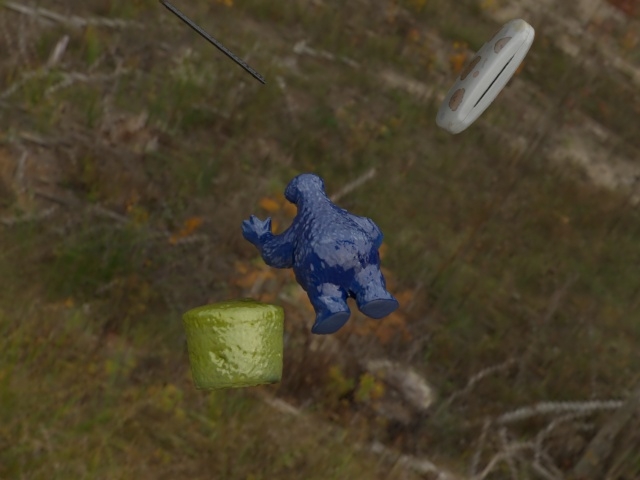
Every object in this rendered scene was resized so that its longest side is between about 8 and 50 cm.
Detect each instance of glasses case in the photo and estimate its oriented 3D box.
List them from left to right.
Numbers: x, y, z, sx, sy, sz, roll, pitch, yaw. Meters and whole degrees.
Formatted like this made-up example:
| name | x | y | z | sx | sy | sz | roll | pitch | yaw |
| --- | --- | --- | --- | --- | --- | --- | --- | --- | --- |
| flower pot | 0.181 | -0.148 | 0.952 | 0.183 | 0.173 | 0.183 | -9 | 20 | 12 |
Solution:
| name | x | y | z | sx | sy | sz | roll | pitch | yaw |
| --- | --- | --- | --- | --- | --- | --- | --- | --- | --- |
| glasses case | 0.199 | -0.199 | 1.677 | 0.041 | 0.164 | 0.063 | 37 | 5 | -22 |

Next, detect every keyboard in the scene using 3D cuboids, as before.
| name | x | y | z | sx | sy | sz | roll | pitch | yaw |
| --- | --- | --- | --- | --- | --- | --- | --- | --- | --- |
| keyboard | -0.167 | -0.310 | 2.143 | 0.202 | 0.011 | 0.067 | 37 | 4 | -20 |

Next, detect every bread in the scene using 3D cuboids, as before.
| name | x | y | z | sx | sy | sz | roll | pitch | yaw |
| --- | --- | --- | --- | --- | --- | --- | --- | --- | --- |
| bread | -0.111 | 0.129 | 1.736 | 0.111 | 0.129 | 0.114 | 3 | 79 | -64 |

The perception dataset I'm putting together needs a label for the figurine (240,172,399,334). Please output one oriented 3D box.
| name | x | y | z | sx | sy | sz | roll | pitch | yaw |
| --- | --- | --- | --- | --- | --- | --- | --- | --- | --- |
| figurine | 0.009 | 0.002 | 1.922 | 0.164 | 0.121 | 0.262 | -25 | 59 | -19 |
